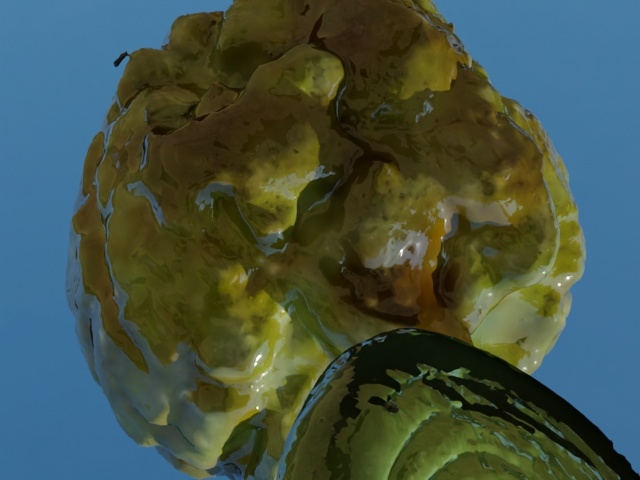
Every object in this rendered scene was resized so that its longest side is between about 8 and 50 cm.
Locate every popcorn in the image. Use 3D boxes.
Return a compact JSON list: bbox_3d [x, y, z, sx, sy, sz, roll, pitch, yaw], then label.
[{"bbox_3d":[-0.005,0.007,1.036,0.282,0.247,0.282,1,-109,-4],"label":"popcorn"}]

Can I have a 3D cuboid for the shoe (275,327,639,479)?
[{"bbox_3d":[0.010,0.140,0.520,0.128,0.140,0.262,-26,-140,33],"label":"shoe"}]
